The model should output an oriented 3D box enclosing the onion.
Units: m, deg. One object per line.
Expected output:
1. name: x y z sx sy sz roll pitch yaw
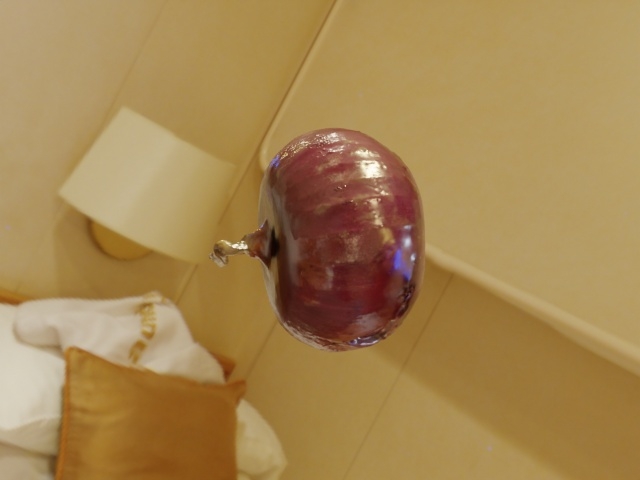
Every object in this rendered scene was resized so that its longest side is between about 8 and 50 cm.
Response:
1. onion: 0.010 -0.001 0.624 0.153 0.177 0.177 9 13 -36
